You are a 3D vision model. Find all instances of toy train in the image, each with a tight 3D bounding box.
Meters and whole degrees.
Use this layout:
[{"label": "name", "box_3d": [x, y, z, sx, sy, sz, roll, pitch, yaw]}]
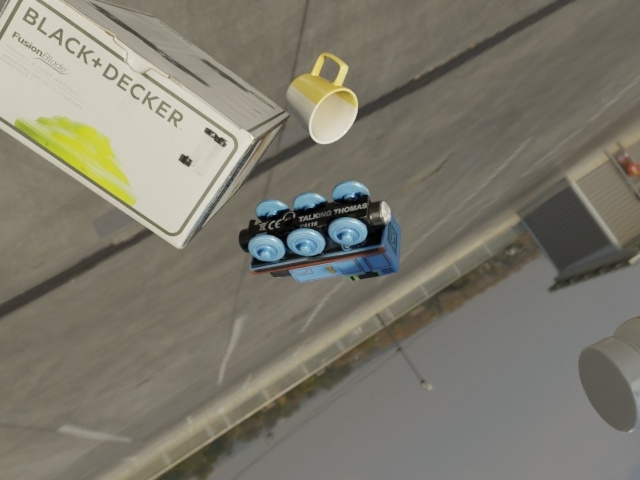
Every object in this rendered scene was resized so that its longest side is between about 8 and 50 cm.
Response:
[{"label": "toy train", "box_3d": [0.000, 0.000, 0.827, 0.184, 0.080, 0.105, -12, 137, 22]}]

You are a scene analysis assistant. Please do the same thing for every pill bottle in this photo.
[{"label": "pill bottle", "box_3d": [0.404, 0.129, 0.815, 0.208, 0.119, 0.119, -19, 169, -12]}]

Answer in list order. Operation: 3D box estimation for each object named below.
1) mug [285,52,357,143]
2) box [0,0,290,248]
[{"label": "mug", "box_3d": [0.001, -0.148, 0.762, 0.078, 0.064, 0.062, -48, 144, 0]}, {"label": "box", "box_3d": [-0.124, -0.104, 0.571, 0.087, 0.169, 0.290, -54, -173, 11]}]
